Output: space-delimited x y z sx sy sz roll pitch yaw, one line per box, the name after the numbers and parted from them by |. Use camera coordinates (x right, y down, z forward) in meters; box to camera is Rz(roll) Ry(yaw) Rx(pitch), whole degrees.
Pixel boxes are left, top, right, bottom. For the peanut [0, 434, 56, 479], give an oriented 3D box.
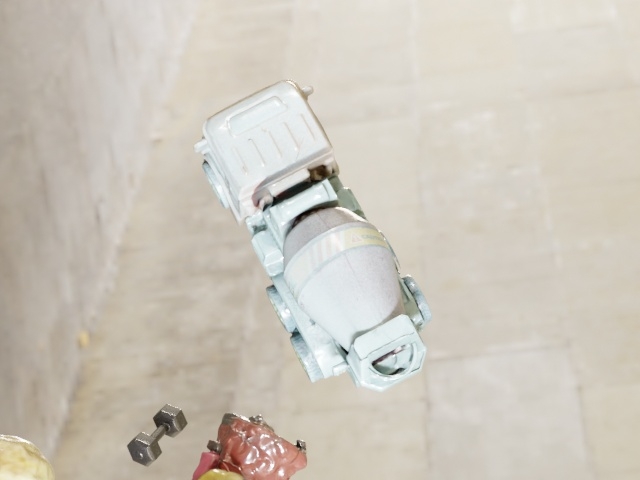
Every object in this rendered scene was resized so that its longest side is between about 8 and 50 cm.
-0.400 0.319 2.180 0.109 0.140 0.159 -92 -178 -80 | peanut

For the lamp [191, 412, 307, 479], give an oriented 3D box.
-0.107 0.295 1.749 0.253 0.118 0.118 -63 165 -13 | lamp

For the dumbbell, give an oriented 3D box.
-0.189 0.225 2.020 0.083 0.040 0.036 -48 153 -50 | dumbbell

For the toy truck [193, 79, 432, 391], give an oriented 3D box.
0.000 0.000 1.326 0.257 0.108 0.140 62 -5 12 | toy truck
